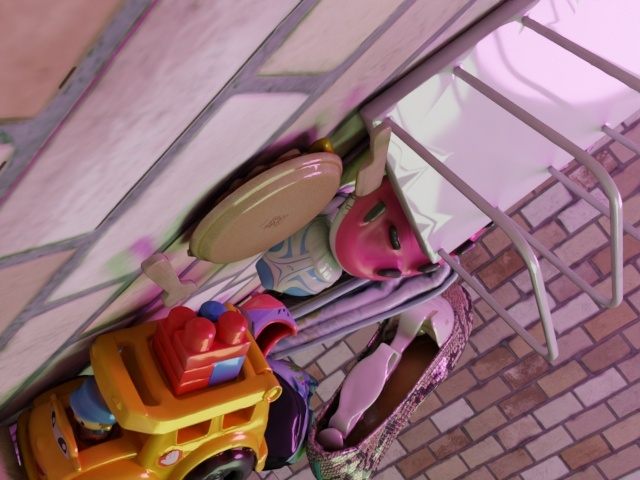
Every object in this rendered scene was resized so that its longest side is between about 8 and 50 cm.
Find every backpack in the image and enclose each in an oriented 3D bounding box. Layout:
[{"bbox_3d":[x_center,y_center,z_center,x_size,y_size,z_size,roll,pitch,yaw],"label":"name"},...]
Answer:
[{"bbox_3d":[-0.131,0.313,1.299,0.355,0.290,0.273,74,28,-57],"label":"backpack"}]

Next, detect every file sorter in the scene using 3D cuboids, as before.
[{"bbox_3d":[0.213,-0.076,0.532,0.278,0.173,0.192,-37,139,-4],"label":"file sorter"}]

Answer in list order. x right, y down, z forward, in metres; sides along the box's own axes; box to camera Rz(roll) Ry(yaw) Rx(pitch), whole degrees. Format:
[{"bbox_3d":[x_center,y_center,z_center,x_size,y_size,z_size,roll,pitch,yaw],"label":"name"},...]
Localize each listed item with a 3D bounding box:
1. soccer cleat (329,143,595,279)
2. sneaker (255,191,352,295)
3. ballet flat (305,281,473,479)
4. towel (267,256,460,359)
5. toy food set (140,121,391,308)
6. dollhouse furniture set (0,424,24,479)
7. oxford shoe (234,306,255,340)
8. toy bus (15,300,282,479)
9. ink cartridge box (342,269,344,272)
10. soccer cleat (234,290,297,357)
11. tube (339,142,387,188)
[{"bbox_3d":[0.134,-0.070,0.725,0.331,0.116,0.143,-31,-151,-17],"label":"soccer cleat"},{"bbox_3d":[0.000,0.000,0.760,0.086,0.085,0.237,-11,-173,20],"label":"sneaker"},{"bbox_3d":[0.136,0.220,1.251,0.482,0.164,0.182,-51,148,-25],"label":"ballet flat"},{"bbox_3d":[0.070,0.090,1.286,0.375,0.090,0.320,-22,-177,8],"label":"towel"},{"bbox_3d":[-0.042,-0.027,0.495,0.192,0.038,0.132,-31,166,-10],"label":"toy food set"},{"bbox_3d":[-0.315,0.240,0.527,0.151,0.144,0.123,-22,168,-3],"label":"dollhouse furniture set"},{"bbox_3d":[-0.144,0.121,0.881,0.271,0.097,0.098,63,46,-77],"label":"oxford shoe"},{"bbox_3d":[-0.147,0.139,0.622,0.220,0.149,0.211,-11,140,-32],"label":"toy bus"},{"bbox_3d":[0.103,-0.023,1.203,0.165,0.065,0.333,-40,174,24],"label":"ink cartridge box"},{"bbox_3d":[-0.146,0.177,1.036,0.248,0.095,0.083,-39,138,-15],"label":"soccer cleat"},{"bbox_3d":[0.110,-0.111,0.612,0.240,0.062,0.070,-34,145,-2],"label":"tube"}]
